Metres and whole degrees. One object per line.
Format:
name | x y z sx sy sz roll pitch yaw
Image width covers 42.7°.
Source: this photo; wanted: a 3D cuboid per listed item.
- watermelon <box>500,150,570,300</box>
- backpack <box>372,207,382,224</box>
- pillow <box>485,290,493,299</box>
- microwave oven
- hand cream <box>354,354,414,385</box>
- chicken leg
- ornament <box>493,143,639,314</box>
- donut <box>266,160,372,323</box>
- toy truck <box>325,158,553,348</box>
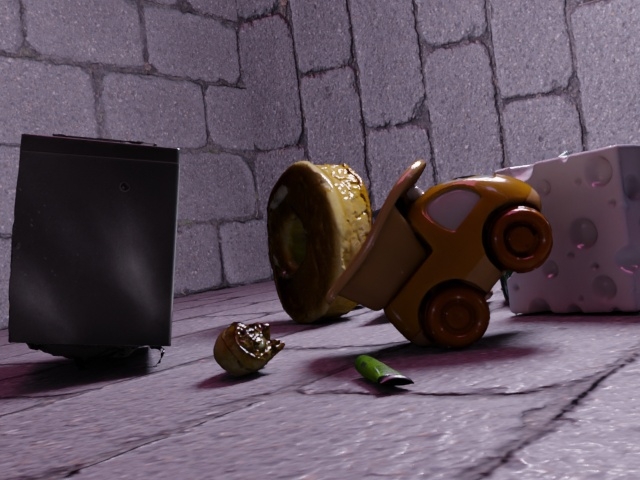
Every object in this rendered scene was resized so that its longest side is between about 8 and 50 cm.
watermelon | 0.440 0.027 1.538 0.213 0.320 0.290 9 -38 9
backpack | 0.246 0.012 2.209 0.363 0.255 0.445 -9 13 28
pillow | 0.214 0.093 1.542 0.236 0.084 0.223 -4 0 17
microwave oven | -0.381 0.031 1.395 0.236 0.375 0.432 2 -7 -15
hand cream | 0.062 0.140 0.867 0.036 0.023 0.122 4 -2 -13
chicken leg | -0.093 0.146 1.094 0.093 0.070 0.178 -7 -10 -4
ornament | 0.453 -0.017 1.292 0.239 0.240 0.239 -5 -2 -35
donut | 0.000 0.000 1.669 0.160 0.330 0.330 -3 -3 -35
toy truck | 0.164 0.020 1.109 0.211 0.288 0.204 36 4 3
